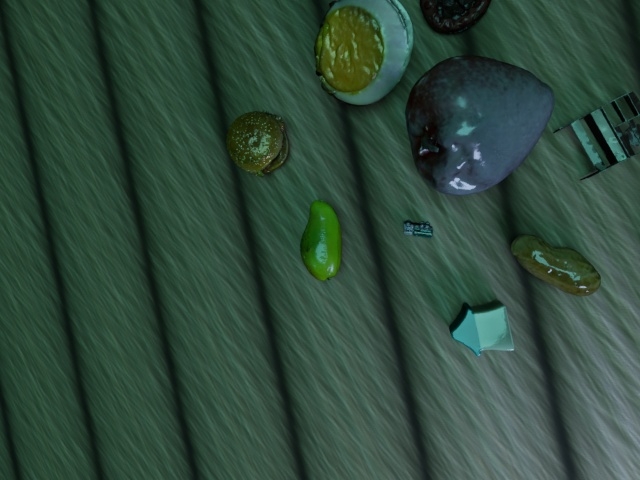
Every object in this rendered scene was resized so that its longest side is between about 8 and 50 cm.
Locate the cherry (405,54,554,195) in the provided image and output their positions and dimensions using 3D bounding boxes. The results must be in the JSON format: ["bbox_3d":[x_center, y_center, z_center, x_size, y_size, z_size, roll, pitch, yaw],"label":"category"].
[{"bbox_3d":[0.369,-0.269,0.991,0.336,0.291,0.325,7,94,-13],"label":"cherry"}]

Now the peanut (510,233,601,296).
[{"bbox_3d":[0.599,0.059,1.047,0.226,0.095,0.108,30,83,15],"label":"peanut"}]

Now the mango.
[{"bbox_3d":[0.000,0.000,1.181,0.126,0.111,0.232,-7,89,9],"label":"mango"}]

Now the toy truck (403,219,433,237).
[{"bbox_3d":[0.274,-0.032,1.150,0.084,0.039,0.044,7,108,12],"label":"toy truck"}]

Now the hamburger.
[{"bbox_3d":[-0.182,-0.294,1.212,0.191,0.118,0.181,-39,86,8],"label":"hamburger"}]

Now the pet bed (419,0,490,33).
[{"bbox_3d":[0.363,-0.662,1.097,0.202,0.053,0.201,0,88,10],"label":"pet bed"}]

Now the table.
[{"bbox_3d":[0.711,-0.258,1.022,0.176,0.062,0.146,-28,86,14],"label":"table"}]

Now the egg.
[{"bbox_3d":[0.130,-0.513,1.108,0.264,0.174,0.286,34,124,11],"label":"egg"}]

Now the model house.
[{"bbox_3d":[0.421,0.233,1.092,0.149,0.100,0.126,-11,89,11],"label":"model house"}]
